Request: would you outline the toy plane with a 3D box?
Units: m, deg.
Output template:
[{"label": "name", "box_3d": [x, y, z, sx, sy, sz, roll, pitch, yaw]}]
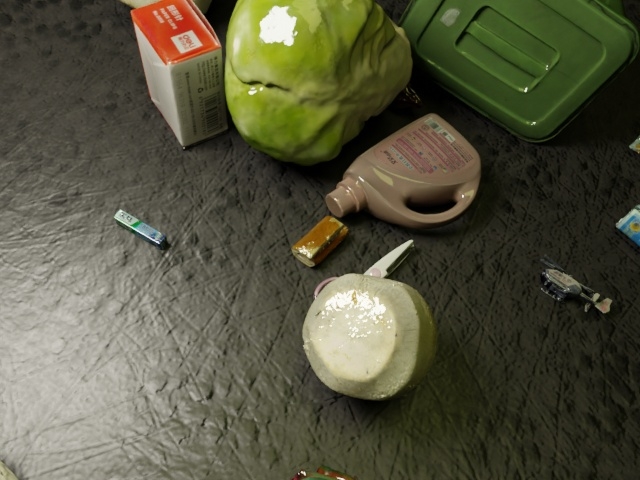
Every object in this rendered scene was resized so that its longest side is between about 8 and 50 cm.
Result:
[{"label": "toy plane", "box_3d": [0.371, 0.070, 0.891, 0.120, 0.031, 0.049, 37, 54, 17]}]

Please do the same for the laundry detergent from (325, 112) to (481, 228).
[{"label": "laundry detergent", "box_3d": [0.136, -0.083, 0.925, 0.237, 0.076, 0.171, -34, 69, -22]}]

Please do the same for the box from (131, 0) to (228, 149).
[{"label": "box", "box_3d": [-0.208, -0.257, 0.928, 0.099, 0.182, 0.133, -26, 63, -19]}]

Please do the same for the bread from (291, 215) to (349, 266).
[{"label": "bread", "box_3d": [0.000, 0.000, 0.886, 0.047, 0.036, 0.083, 37, 61, 18]}]

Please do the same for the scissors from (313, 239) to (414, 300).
[{"label": "scissors", "box_3d": [0.074, 0.054, 0.870, 0.176, 0.022, 0.085, -39, 72, -21]}]

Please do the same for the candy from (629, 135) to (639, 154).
[{"label": "candy", "box_3d": [0.621, -0.132, 1.026, 0.182, 0.046, 0.053, 32, 64, 9]}]

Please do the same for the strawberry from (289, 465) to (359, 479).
[{"label": "strawberry", "box_3d": [0.027, 0.383, 0.562, 0.238, 0.250, 0.289, 17, 85, -3]}]

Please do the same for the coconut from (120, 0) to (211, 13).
[{"label": "coconut", "box_3d": [-0.262, -0.495, 1.029, 0.202, 0.202, 0.222, 27, 105, 9]}]

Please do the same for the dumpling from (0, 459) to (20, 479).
[{"label": "dumpling", "box_3d": [-0.384, 0.318, 0.623, 0.166, 0.126, 0.216, -39, 79, 4]}]

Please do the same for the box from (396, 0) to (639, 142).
[{"label": "box", "box_3d": [0.315, -0.353, 0.982, 0.328, 0.253, 0.178, 31, 52, -6]}]

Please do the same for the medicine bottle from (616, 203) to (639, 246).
[{"label": "medicine bottle", "box_3d": [0.546, 0.024, 0.925, 0.051, 0.051, 0.191, -34, 70, -23]}]

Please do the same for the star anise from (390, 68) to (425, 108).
[{"label": "star anise", "box_3d": [0.112, -0.304, 1.062, 0.212, 0.053, 0.157, 42, 68, 17]}]

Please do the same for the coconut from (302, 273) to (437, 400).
[{"label": "coconut", "box_3d": [0.064, 0.121, 0.759, 0.160, 0.162, 0.161, -5, 75, 19]}]

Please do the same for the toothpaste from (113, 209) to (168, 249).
[{"label": "toothpaste", "box_3d": [-0.260, -0.016, 0.873, 0.083, 0.020, 0.017, 29, 65, 10]}]

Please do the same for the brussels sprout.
[{"label": "brussels sprout", "box_3d": [-0.007, -0.273, 0.898, 0.316, 0.274, 0.242, -36, 28, -15]}]
